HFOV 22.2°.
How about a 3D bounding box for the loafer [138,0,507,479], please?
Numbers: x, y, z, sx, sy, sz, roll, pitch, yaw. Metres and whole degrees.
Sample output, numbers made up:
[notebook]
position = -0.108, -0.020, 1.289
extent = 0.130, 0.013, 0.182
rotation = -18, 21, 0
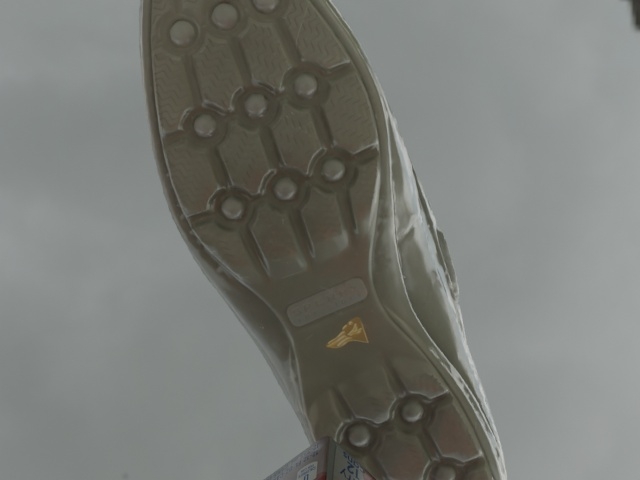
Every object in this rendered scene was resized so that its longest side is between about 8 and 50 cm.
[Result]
[loafer]
position = 0.000, 0.000, 0.770
extent = 0.112, 0.319, 0.111
rotation = -19, -161, 4

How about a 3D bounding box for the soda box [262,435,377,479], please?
[soda box]
position = -0.065, 0.200, 0.692
extent = 0.263, 0.092, 0.083
rotation = -39, -159, 21
